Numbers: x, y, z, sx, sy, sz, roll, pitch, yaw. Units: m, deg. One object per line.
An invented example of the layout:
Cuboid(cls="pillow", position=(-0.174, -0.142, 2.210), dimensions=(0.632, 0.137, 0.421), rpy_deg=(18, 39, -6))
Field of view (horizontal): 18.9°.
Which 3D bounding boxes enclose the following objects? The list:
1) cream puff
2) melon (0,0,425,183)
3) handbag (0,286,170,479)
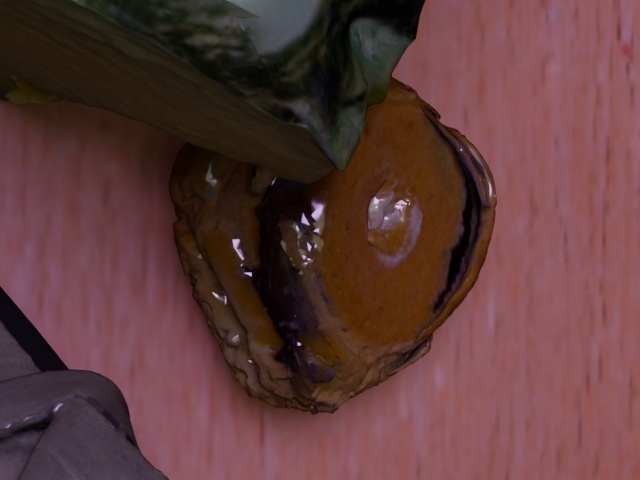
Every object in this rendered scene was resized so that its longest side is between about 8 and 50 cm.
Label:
Cuboid(cls="cream puff", position=(0.000, 0.000, 0.736), dimensions=(0.119, 0.104, 0.133), rpy_deg=(3, 94, -47))
Cuboid(cls="melon", position=(-0.049, -0.128, 0.613), dimensions=(0.331, 0.343, 0.226), rpy_deg=(-11, 94, -18))
Cuboid(cls="handbag", position=(-0.188, 0.090, 0.612), dimensions=(0.253, 0.109, 0.316), rpy_deg=(-34, 63, -27))
